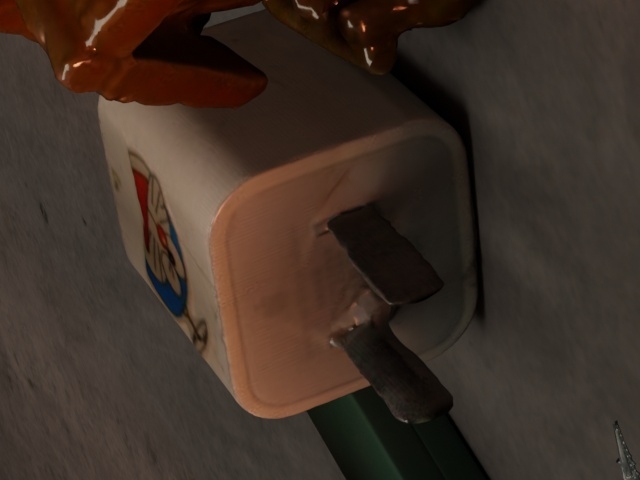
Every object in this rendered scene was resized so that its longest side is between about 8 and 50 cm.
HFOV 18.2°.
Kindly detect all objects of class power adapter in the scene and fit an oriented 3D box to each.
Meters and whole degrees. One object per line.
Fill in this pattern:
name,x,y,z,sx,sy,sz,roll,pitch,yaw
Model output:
power adapter,0.000,0.000,0.871,0.205,0.125,0.130,46,151,51

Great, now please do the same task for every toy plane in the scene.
toy plane,0.130,0.108,0.780,0.078,0.024,0.084,60,167,11

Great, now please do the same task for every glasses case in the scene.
glasses case,0.040,0.109,1.012,0.184,0.039,0.078,58,158,30

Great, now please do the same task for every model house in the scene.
model house,-0.075,-0.135,0.791,0.219,0.229,0.199,108,144,-64
